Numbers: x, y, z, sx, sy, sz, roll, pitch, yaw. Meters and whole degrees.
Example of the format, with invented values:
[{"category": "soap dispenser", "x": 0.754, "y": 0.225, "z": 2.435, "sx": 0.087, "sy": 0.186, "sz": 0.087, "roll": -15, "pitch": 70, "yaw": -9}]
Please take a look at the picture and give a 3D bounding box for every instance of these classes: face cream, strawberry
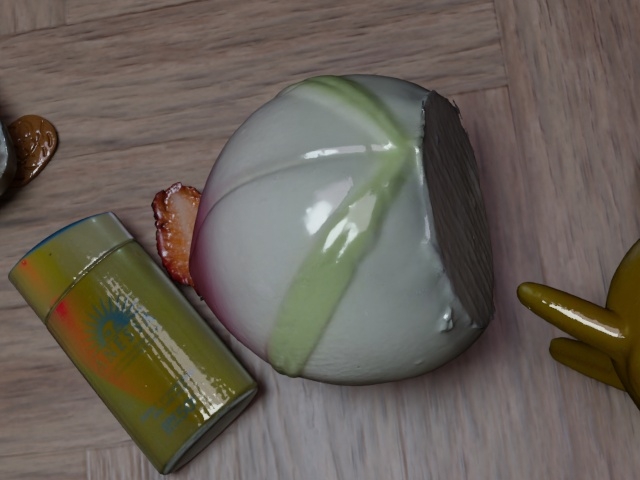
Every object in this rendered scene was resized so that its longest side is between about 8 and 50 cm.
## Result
[{"category": "face cream", "x": -0.202, "y": 0.095, "z": 1.075, "sx": 0.139, "sy": 0.067, "sz": 0.285, "roll": -44, "pitch": 73, "yaw": 5}, {"category": "strawberry", "x": -0.123, "y": 0.001, "z": 1.098, "sx": 0.104, "sy": 0.048, "sz": 0.152, "roll": -35, "pitch": 65, "yaw": 6}]

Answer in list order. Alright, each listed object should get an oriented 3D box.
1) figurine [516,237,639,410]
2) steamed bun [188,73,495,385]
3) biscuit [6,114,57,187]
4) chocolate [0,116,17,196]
[{"category": "figurine", "x": 0.397, "y": 0.006, "z": 0.899, "sx": 0.387, "sy": 0.401, "sz": 0.268, "roll": -47, "pitch": 111, "yaw": -1}, {"category": "steamed bun", "x": 0.000, "y": 0.000, "z": 0.957, "sx": 0.310, "sy": 0.309, "sz": 0.309, "roll": -2, "pitch": 76, "yaw": 9}, {"category": "biscuit", "x": -0.348, "y": -0.106, "z": 1.177, "sx": 0.078, "sy": 0.015, "sz": 0.091, "roll": 34, "pitch": 84, "yaw": 15}, {"category": "chocolate", "x": -0.436, "y": -0.122, "z": 1.164, "sx": 0.157, "sy": 0.080, "sz": 0.254, "roll": -34, "pitch": 67, "yaw": -1}]
